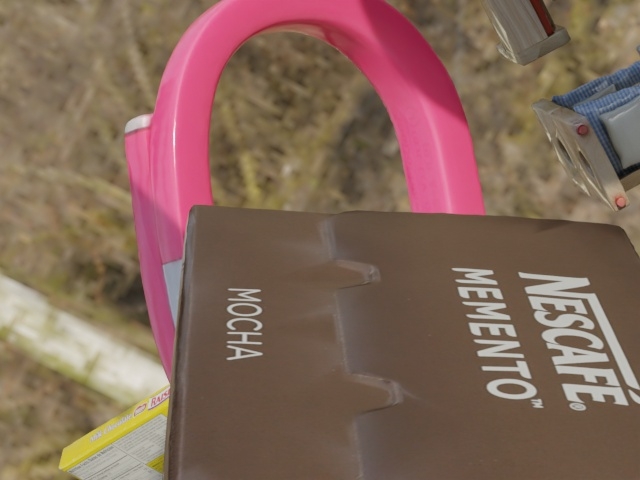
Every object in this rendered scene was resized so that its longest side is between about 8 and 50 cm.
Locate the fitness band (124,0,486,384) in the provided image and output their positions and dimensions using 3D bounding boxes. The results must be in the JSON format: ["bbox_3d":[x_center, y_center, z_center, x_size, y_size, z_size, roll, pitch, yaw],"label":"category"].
[{"bbox_3d":[0.000,0.000,1.077,0.054,0.209,0.291,-12,86,55],"label":"fitness band"}]

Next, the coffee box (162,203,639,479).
[{"bbox_3d":[0.014,0.157,0.477,0.168,0.119,0.297,-94,8,-69],"label":"coffee box"}]

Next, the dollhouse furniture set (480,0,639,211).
[{"bbox_3d":[0.188,-0.135,1.239,0.129,0.184,0.129,-29,12,0],"label":"dollhouse furniture set"}]

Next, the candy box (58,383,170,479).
[{"bbox_3d":[-0.106,0.160,1.560,0.206,0.105,0.027,-32,35,35],"label":"candy box"}]
